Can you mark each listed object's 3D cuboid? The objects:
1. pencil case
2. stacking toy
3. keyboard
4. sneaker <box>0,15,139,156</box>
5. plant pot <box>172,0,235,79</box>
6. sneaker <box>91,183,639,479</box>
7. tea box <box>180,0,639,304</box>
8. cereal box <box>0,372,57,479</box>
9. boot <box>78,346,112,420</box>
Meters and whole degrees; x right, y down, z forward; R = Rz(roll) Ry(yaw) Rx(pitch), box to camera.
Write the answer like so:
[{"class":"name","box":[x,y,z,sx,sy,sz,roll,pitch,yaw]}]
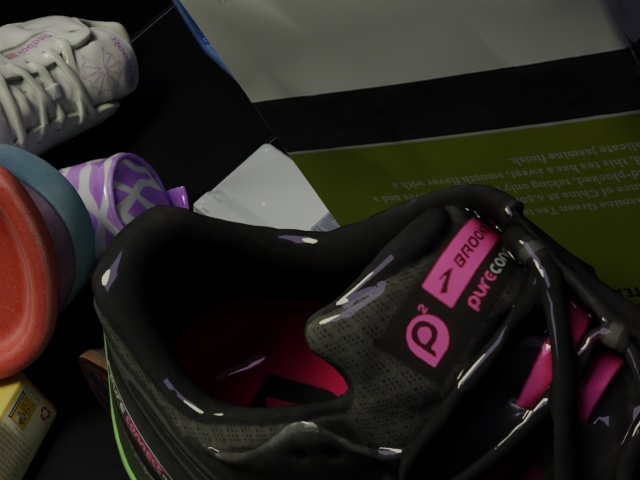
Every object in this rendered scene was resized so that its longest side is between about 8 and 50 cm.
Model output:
[{"class":"pencil case","box":[-0.198,0.003,1.315,0.206,0.088,0.086,-15,77,26]},{"class":"stacking toy","box":[-0.309,-0.034,1.217,0.309,0.279,0.130,-12,25,18]},{"class":"keyboard","box":[0.000,0.000,1.215,0.072,0.014,0.256,-38,35,-13]},{"class":"sneaker","box":[-0.220,-0.115,1.377,0.152,0.114,0.305,-16,14,12]},{"class":"plant pot","box":[-0.006,-0.239,1.313,0.212,0.236,0.236,-34,34,-9]},{"class":"sneaker","box":[0.089,0.089,0.839,0.482,0.202,0.185,8,52,28]},{"class":"tea box","box":[0.144,-0.140,0.987,0.220,0.323,0.329,-4,46,37]},{"class":"cereal box","box":[-0.285,0.190,1.190,0.173,0.047,0.240,-6,44,37]},{"class":"boot","box":[-0.040,0.091,1.095,0.219,0.082,0.106,25,55,40]}]
